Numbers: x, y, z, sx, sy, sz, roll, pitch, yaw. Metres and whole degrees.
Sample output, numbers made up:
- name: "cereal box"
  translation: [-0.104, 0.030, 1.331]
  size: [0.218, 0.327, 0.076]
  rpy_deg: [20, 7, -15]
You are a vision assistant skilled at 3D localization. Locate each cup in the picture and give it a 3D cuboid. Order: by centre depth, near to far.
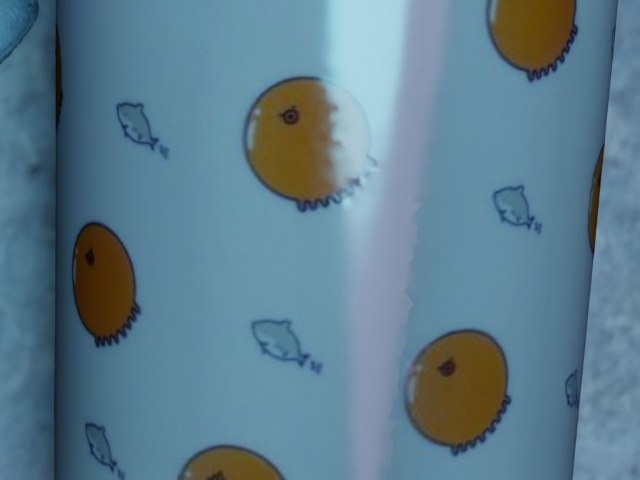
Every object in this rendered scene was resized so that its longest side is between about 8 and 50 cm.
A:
- name: "cup"
  translation: [0.000, 0.000, 0.679]
  size: [0.212, 0.212, 0.317]
  rpy_deg: [0, 99, -23]

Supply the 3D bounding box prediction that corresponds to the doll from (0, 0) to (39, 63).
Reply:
- name: "doll"
  translation: [-0.187, -0.041, 0.679]
  size: [0.120, 0.075, 0.180]
  rpy_deg: [35, 59, 14]
